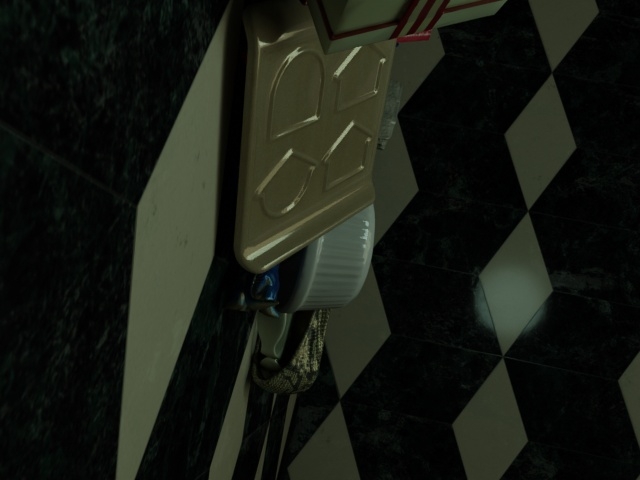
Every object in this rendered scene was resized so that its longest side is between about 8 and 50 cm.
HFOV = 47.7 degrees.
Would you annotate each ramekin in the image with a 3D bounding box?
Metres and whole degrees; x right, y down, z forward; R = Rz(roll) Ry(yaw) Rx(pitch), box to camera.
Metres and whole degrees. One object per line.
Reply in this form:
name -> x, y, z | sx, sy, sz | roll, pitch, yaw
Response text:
ramekin -> 0.000, 0.000, 1.283 | 0.273, 0.127, 0.272 | -171, -90, -74

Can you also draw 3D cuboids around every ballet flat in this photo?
ballet flat -> -0.042, 0.079, 1.483 | 0.182, 0.164, 0.482 | 21, 81, -59

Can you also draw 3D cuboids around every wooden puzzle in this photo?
wooden puzzle -> -0.015, -0.168, 0.995 | 0.322, 0.081, 0.347 | -33, 136, -46

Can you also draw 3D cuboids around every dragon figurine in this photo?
dragon figurine -> -0.088, 0.038, 1.072 | 0.289, 0.085, 0.144 | 97, 2, -85

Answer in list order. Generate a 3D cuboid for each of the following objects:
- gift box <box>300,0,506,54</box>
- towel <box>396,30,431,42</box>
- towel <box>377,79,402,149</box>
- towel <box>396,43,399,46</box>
gift box -> 0.093, -0.380, 0.775 | 0.258, 0.255, 0.276 | 134, -56, -76
towel -> 0.171, -0.519, 1.384 | 0.199, 0.031, 0.274 | -18, 126, -42
towel -> 0.119, -0.372, 1.975 | 0.049, 0.187, 0.282 | 117, -9, -49
towel -> 0.135, -0.626, 1.717 | 0.336, 0.040, 0.243 | -118, -151, -52
